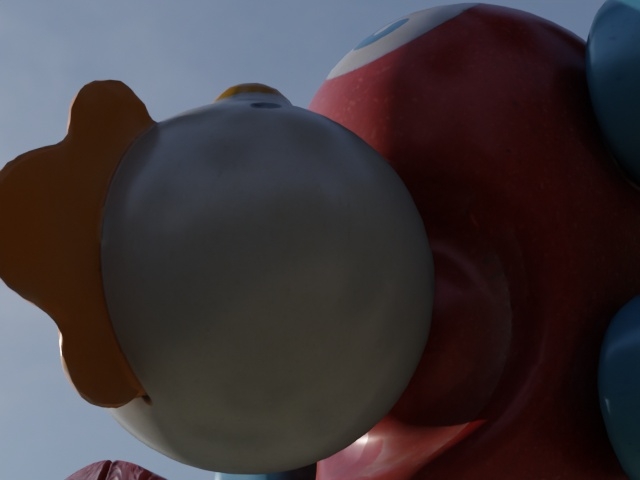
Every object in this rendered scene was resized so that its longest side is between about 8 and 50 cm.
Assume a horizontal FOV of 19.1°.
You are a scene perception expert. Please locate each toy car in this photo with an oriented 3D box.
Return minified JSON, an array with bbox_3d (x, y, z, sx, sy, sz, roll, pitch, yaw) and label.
[{"bbox_3d":[0.000,0.000,0.603,0.238,0.210,0.219,20,-29,-40],"label":"toy car"}]

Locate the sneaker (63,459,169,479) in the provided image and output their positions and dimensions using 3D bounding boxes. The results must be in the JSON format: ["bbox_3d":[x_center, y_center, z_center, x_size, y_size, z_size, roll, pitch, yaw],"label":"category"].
[{"bbox_3d":[-0.077,0.166,0.881,0.128,0.087,0.221,33,-22,-31],"label":"sneaker"}]
